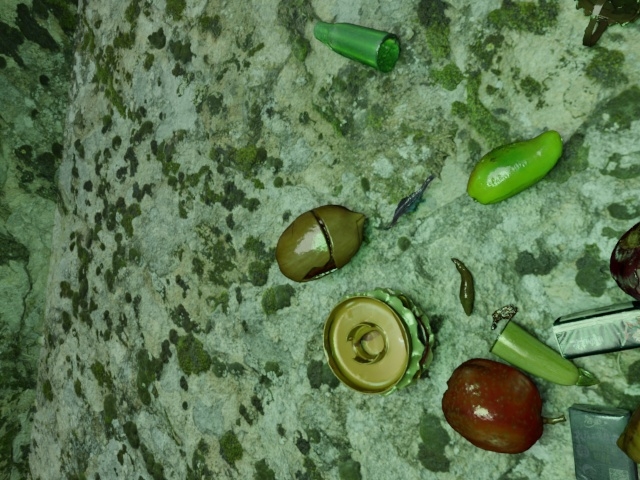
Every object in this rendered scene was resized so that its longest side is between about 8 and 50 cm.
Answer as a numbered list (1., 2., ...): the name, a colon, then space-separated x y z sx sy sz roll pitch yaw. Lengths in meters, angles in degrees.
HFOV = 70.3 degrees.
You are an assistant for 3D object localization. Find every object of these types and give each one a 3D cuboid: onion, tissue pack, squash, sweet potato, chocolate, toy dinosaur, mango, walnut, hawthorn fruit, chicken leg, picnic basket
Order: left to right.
1. walnut: 0.000 0.000 1.310 0.297 0.203 0.203 -36 68 15
2. chocolate: 0.094 -0.587 1.338 0.291 0.110 0.110 35 107 33
3. toy dinosaur: 0.238 -0.099 1.221 0.197 0.080 0.045 -49 66 22
4. sweet potato: 0.366 0.115 1.150 0.041 0.038 0.153 -11 79 10
5. chicken leg: 0.440 0.183 1.105 0.083 0.021 0.036 -44 74 25
6. hawthorn fruit: 0.404 0.374 1.013 0.253 0.205 0.205 11 94 30
7. mango: 0.450 -0.173 1.065 0.233 0.111 0.125 -39 71 25
8. squash: 0.507 0.266 1.026 0.224 0.094 0.094 26 102 25
9. tissue pack: 0.590 0.188 0.953 0.170 0.103 0.091 -20 81 32
10. tissue pack: 0.597 0.434 0.960 0.112 0.051 0.156 -8 85 43
11. picnic basket: 0.607 -0.501 0.962 0.137 0.128 0.179 35 97 32
12. onion: 0.692 0.045 0.883 0.218 0.140 0.195 29 108 -6

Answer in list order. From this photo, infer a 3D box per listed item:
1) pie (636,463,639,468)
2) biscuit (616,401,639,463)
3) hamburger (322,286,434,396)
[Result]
1. pie: 0.675 0.435 0.933 0.085 0.017 0.085 -2 86 35
2. biscuit: 0.645 0.294 0.832 0.091 0.213 0.274 30 98 34
3. hamburger: 0.156 0.257 1.177 0.274 0.212 0.275 -4 82 32
